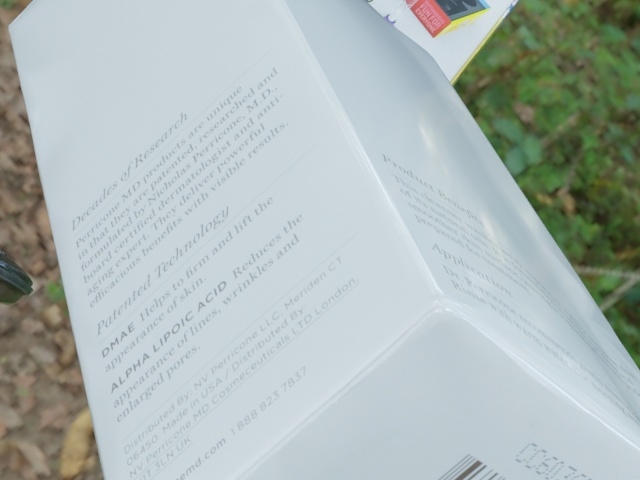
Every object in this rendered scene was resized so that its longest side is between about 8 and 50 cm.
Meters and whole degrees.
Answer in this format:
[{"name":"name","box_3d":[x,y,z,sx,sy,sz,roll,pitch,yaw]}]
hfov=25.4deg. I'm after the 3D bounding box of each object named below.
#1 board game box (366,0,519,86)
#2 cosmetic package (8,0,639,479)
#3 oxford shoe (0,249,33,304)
[{"name":"board game box","box_3d":[0.006,-0.188,0.974,0.242,0.316,0.064,39,13,0]},{"name":"cosmetic package","box_3d":[0.000,0.000,0.660,0.217,0.156,0.385,37,17,-36]},{"name":"oxford shoe","box_3d":[-0.321,0.032,1.189,0.083,0.096,0.227,36,3,21]}]
